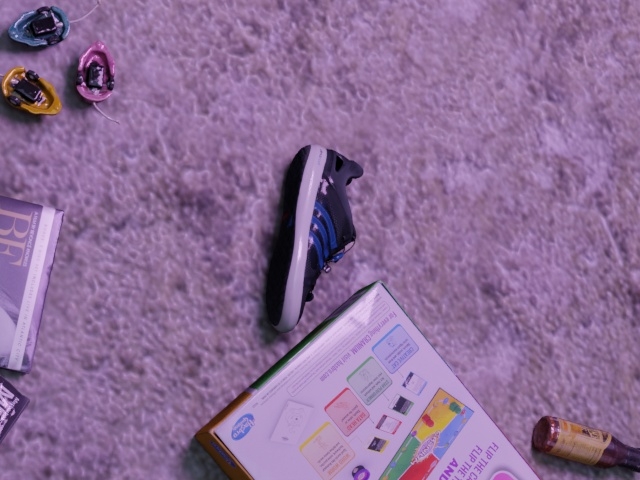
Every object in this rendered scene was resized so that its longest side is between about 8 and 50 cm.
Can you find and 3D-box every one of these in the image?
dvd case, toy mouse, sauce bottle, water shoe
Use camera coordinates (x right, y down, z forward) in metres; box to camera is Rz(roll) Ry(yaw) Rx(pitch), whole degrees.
[{"bbox_3d":[-0.366,0.024,1.261,0.221,0.018,0.165,14,73,-17],"label":"dvd case"},{"bbox_3d":[-0.257,-0.182,1.342,0.161,0.031,0.143,29,70,-12],"label":"toy mouse"},{"bbox_3d":[0.293,0.223,1.447,0.128,0.042,0.042,17,72,-18],"label":"sauce bottle"},{"bbox_3d":[0.000,0.000,1.373,0.080,0.073,0.203,16,73,-19],"label":"water shoe"}]

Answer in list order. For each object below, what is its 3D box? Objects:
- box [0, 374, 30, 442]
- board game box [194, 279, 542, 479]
[{"bbox_3d":[-0.404,0.174,1.126,0.216,0.060,0.270,42,48,-15],"label":"box"},{"bbox_3d":[0.066,0.237,1.345,0.242,0.064,0.316,-40,93,-24],"label":"board game box"}]
